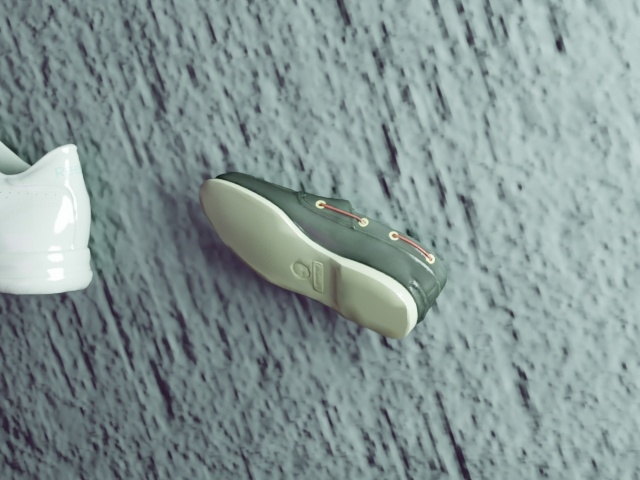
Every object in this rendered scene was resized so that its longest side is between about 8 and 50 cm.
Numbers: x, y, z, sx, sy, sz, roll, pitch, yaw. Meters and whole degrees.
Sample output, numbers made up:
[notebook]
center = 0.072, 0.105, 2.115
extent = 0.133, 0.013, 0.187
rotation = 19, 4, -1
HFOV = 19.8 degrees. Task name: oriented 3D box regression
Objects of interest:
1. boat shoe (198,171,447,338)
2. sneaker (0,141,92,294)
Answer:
[boat shoe]
center = 0.000, 0.001, 0.908
extent = 0.133, 0.042, 0.049
rotation = 28, 139, 20
[sneaker]
center = -0.218, -0.027, 1.016
extent = 0.212, 0.080, 0.094
rotation = 6, 98, 22
